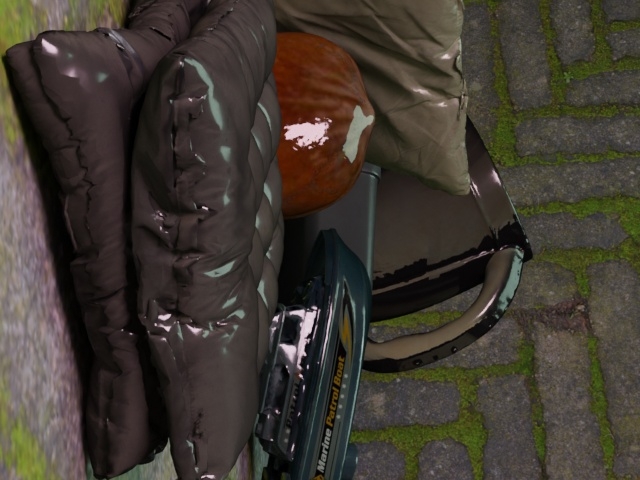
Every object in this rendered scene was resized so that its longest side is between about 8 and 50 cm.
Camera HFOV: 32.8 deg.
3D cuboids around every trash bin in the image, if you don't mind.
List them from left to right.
[{"bbox_3d":[0.000,0.000,1.290,0.177,0.101,0.236,135,-38,-58],"label":"trash bin"}]

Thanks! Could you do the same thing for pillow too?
[{"bbox_3d":[-0.073,-0.037,0.621,0.326,0.101,0.228,-80,170,-66],"label":"pillow"},{"bbox_3d":[0.002,-0.180,0.902,0.076,0.274,0.280,-44,144,-32],"label":"pillow"}]

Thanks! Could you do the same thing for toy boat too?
[{"bbox_3d":[-0.014,0.130,1.104,0.114,0.122,0.296,158,-58,-71],"label":"toy boat"}]

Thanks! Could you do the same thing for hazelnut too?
[{"bbox_3d":[-0.035,-0.089,0.847,0.150,0.150,0.150,-3,90,-86],"label":"hazelnut"}]

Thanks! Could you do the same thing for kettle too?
[{"bbox_3d":[0.106,0.025,1.459,0.228,0.324,0.321,56,10,-58],"label":"kettle"}]
